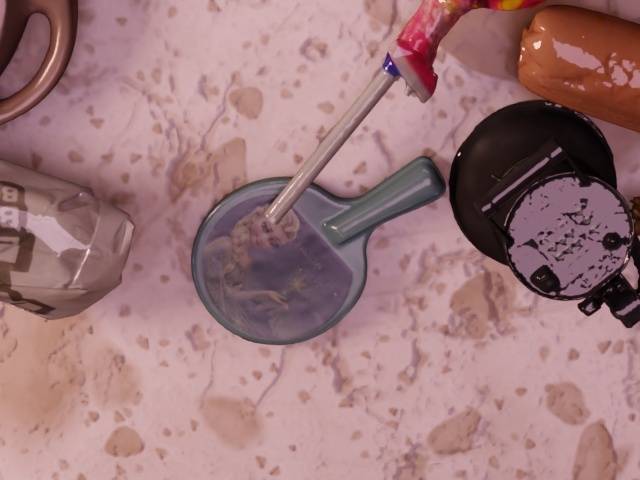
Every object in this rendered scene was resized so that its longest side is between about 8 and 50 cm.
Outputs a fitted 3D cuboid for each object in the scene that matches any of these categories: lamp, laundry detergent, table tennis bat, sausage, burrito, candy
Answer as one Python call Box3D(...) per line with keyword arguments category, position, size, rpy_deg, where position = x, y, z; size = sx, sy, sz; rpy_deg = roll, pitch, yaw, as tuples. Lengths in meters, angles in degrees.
Box3D(category="lamp", position=(0.188, -0.014, 1.126), size=(0.147, 0.227, 0.172), rpy_deg=(-38, 102, 9))
Box3D(category="laundry detergent", position=(-0.263, -0.190, 1.160), size=(0.237, 0.076, 0.171), rpy_deg=(-29, 104, 5))
Box3D(category="table tennis bat", position=(0.000, 0.000, 1.231), size=(0.237, 0.038, 0.149), rpy_deg=(-29, 101, 10))
Box3D(category="sausage", position=(0.299, -0.120, 1.172), size=(0.289, 0.086, 0.086), rpy_deg=(16, 104, -5))
Box3D(category="burrito", position=(-0.371, -0.048, 1.169), size=(0.445, 0.101, 0.139), rpy_deg=(20, 147, -7))
Box3D(category="candy", position=(0.071, -0.152, 1.153), size=(0.124, 0.124, 0.365), rpy_deg=(37, 104, -9))

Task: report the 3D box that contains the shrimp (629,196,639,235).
Box3D(category="shrimp", position=(0.383, -0.016, 1.187), size=(0.249, 0.068, 0.150), rpy_deg=(-2, 144, 4))
